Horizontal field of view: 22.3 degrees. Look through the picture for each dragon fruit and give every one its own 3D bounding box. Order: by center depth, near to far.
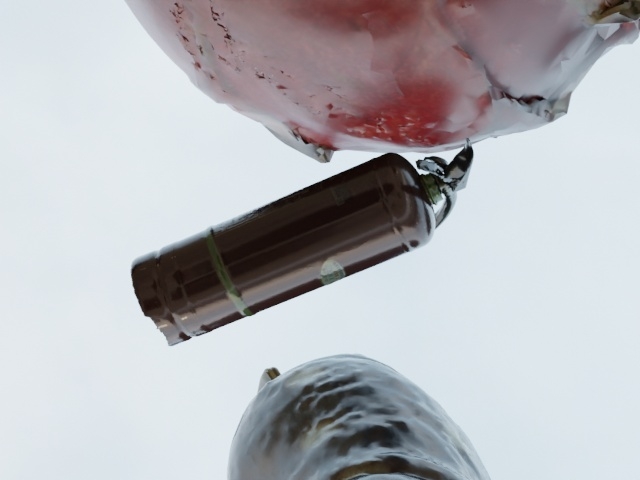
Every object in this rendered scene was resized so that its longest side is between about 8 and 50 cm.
[{"bbox_3d":[0.026,-0.189,0.831,0.302,0.295,0.295,31,-112,-16],"label":"dragon fruit"}]

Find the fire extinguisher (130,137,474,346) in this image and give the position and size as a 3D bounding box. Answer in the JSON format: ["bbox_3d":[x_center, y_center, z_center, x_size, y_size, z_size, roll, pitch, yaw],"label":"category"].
[{"bbox_3d":[0.000,0.000,0.705,0.157,0.078,0.045,-23,-110,10],"label":"fire extinguisher"}]

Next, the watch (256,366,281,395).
[{"bbox_3d":[0.019,0.198,1.239,0.165,0.268,0.102,-3,-137,-16],"label":"watch"}]

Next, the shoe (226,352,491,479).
[{"bbox_3d":[0.042,0.205,0.910,0.171,0.237,0.384,-29,-120,2],"label":"shoe"}]
